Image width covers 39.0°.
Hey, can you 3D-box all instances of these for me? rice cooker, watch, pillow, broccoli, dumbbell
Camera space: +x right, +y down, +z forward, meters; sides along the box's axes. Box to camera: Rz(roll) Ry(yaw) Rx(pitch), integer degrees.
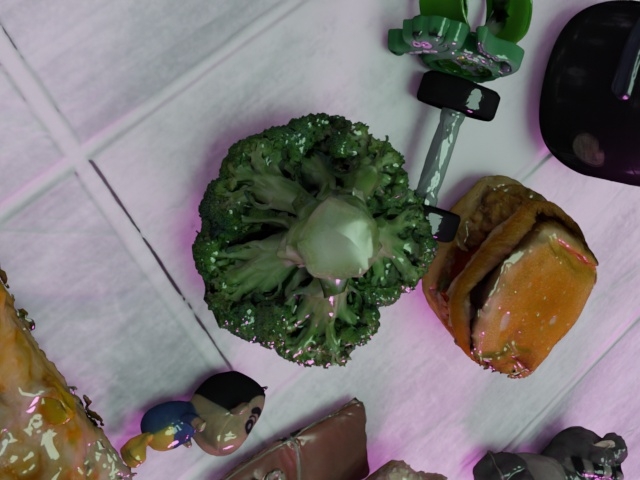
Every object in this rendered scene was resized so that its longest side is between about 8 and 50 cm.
[{"bbox_3d":[0.429,-0.194,1.189,0.267,0.224,0.267,-12,113,-30],"label":"rice cooker"},{"bbox_3d":[0.174,-0.272,1.047,0.165,0.131,0.152,19,84,-38],"label":"watch"},{"bbox_3d":[-0.031,0.297,1.141,0.232,0.043,0.126,-25,123,-29],"label":"pillow"},{"bbox_3d":[0.000,0.000,0.922,0.269,0.270,0.270,0,93,-10],"label":"broccoli"},{"bbox_3d":[0.143,-0.101,1.092,0.100,0.100,0.191,12,99,-38],"label":"dumbbell"}]

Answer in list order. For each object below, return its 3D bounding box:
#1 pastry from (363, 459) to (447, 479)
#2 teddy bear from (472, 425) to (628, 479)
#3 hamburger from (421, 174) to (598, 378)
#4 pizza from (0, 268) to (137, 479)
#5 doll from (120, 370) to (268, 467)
[{"bbox_3d":[0.052,0.373,1.168,0.258,0.121,0.089,-40,88,-5],"label":"pastry"},{"bbox_3d":[0.347,0.395,1.390,0.251,0.144,0.171,-16,129,-28],"label":"teddy bear"},{"bbox_3d":[0.242,0.046,1.181,0.244,0.163,0.244,-19,124,-30],"label":"hamburger"},{"bbox_3d":[-0.406,0.192,0.799,0.392,0.080,0.435,-31,115,-17],"label":"pizza"},{"bbox_3d":[-0.134,0.208,1.013,0.179,0.102,0.089,-28,81,-25],"label":"doll"}]
